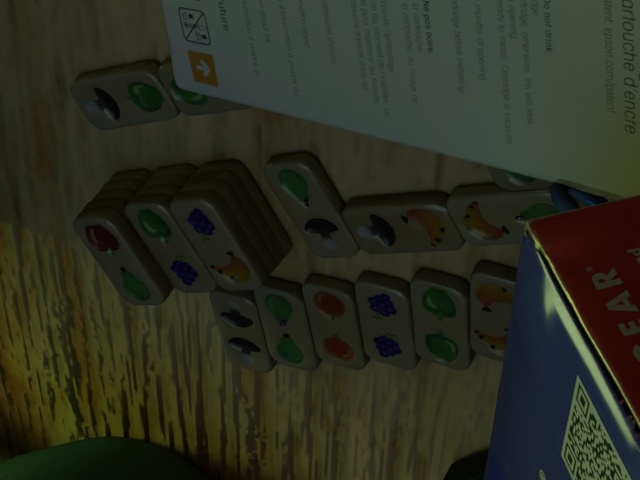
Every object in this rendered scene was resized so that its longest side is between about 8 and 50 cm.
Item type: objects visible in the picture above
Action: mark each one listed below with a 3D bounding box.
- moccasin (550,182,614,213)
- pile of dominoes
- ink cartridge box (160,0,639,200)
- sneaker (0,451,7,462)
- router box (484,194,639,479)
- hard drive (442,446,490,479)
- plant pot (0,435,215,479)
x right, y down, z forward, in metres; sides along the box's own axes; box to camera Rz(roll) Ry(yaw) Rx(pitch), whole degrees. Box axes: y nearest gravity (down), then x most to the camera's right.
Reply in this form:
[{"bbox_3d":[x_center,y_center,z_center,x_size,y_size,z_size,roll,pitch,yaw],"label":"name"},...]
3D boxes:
[{"bbox_3d":[0.132,-0.052,0.479,0.138,0.117,0.342,9,136,28],"label":"moccasin"},{"bbox_3d":[0.000,0.000,0.693,0.251,0.040,0.196,-4,129,39],"label":"pile of dominoes"},{"bbox_3d":[0.025,-0.123,0.427,0.208,0.045,0.206,19,128,39],"label":"ink cartridge box"},{"bbox_3d":[-0.304,0.112,0.999,0.235,0.090,0.095,27,132,6],"label":"sneaker"},{"bbox_3d":[0.199,0.102,0.483,0.301,0.082,0.335,-13,139,-11],"label":"router box"},{"bbox_3d":[0.138,0.152,0.771,0.135,0.022,0.094,43,141,-12],"label":"hard drive"},{"bbox_3d":[-0.140,0.234,0.917,0.290,0.195,0.290,19,141,17],"label":"plant pot"}]
